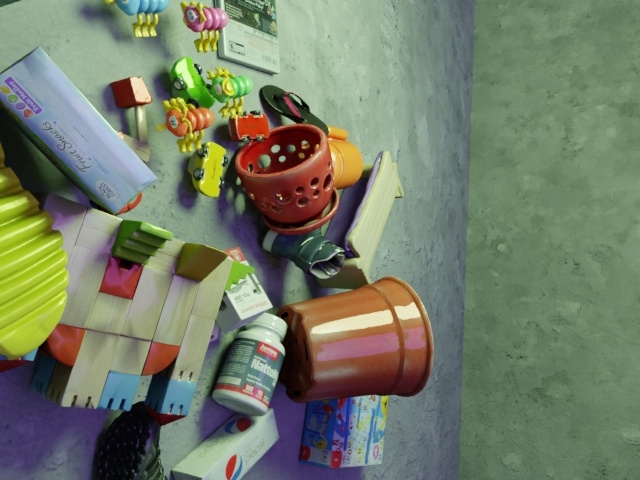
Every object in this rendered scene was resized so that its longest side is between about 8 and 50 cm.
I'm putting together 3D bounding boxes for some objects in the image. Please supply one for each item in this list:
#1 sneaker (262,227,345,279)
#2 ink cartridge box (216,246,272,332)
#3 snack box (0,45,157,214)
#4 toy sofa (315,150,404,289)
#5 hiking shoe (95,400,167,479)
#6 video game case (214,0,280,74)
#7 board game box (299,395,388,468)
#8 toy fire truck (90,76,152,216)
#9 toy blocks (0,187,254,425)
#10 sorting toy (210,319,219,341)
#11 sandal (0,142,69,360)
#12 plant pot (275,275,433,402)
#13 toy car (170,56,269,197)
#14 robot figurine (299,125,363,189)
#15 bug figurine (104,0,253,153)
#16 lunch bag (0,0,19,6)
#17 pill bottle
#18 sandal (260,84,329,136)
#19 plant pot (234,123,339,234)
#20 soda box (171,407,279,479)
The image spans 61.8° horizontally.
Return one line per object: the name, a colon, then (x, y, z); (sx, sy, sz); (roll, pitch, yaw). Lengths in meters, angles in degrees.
sneaker: (-0.001, 0.002, 1.200); (0.226, 0.164, 0.086); (-37, 148, -50)
ink cartridge box: (-0.163, 0.088, 0.978); (0.135, 0.056, 0.099); (59, 29, 9)
snack box: (-0.300, -0.126, 0.632); (0.070, 0.207, 0.174); (-46, 119, -17)
toy sofa: (0.088, -0.062, 1.375); (0.177, 0.150, 0.362); (62, 39, -42)
hiking shoe: (-0.280, 0.358, 0.816); (0.114, 0.086, 0.226); (41, 59, -68)
video game case: (-0.150, -0.452, 1.118); (0.190, 0.022, 0.173); (-9, 97, -59)
board game box: (0.079, 0.426, 1.403); (0.308, 0.086, 0.301); (32, 62, -55)
toy fire truck: (-0.303, -0.143, 0.815); (0.135, 0.047, 0.191); (-37, 120, -54)
toy blocks: (-0.290, 0.106, 0.725); (0.382, 0.191, 0.260); (26, 75, -46)
sorting toy: (-0.206, 0.163, 0.977); (0.083, 0.045, 0.075); (-54, 146, -60)
sandal: (-0.374, -0.024, 0.555); (0.126, 0.138, 0.317); (-24, 95, -62)
plant pot: (0.053, 0.223, 1.151); (0.265, 0.272, 0.272); (-3, 92, -28)
toy car: (-0.207, -0.224, 0.974); (0.239, 0.053, 0.224); (-59, 134, -37)
robot figurine: (0.020, -0.183, 1.292); (0.128, 0.158, 0.219); (52, 29, 12)
bug figurine: (-0.211, -0.295, 0.866); (0.216, 0.072, 0.278); (-33, 107, -46)
lunch bag: (-0.383, -0.366, 0.517); (0.160, 0.224, 0.262); (6, 82, -65)
pill bottle: (-0.129, 0.236, 1.037); (0.108, 0.108, 0.180); (53, 45, -45)
sandal: (-0.050, -0.293, 1.186); (0.179, 0.040, 0.067); (33, 53, -14)
plant pot: (-0.062, -0.119, 1.098); (0.174, 0.191, 0.191); (74, 32, -41)
soda box: (-0.169, 0.393, 0.993); (0.216, 0.074, 0.069); (-29, 113, -56)
